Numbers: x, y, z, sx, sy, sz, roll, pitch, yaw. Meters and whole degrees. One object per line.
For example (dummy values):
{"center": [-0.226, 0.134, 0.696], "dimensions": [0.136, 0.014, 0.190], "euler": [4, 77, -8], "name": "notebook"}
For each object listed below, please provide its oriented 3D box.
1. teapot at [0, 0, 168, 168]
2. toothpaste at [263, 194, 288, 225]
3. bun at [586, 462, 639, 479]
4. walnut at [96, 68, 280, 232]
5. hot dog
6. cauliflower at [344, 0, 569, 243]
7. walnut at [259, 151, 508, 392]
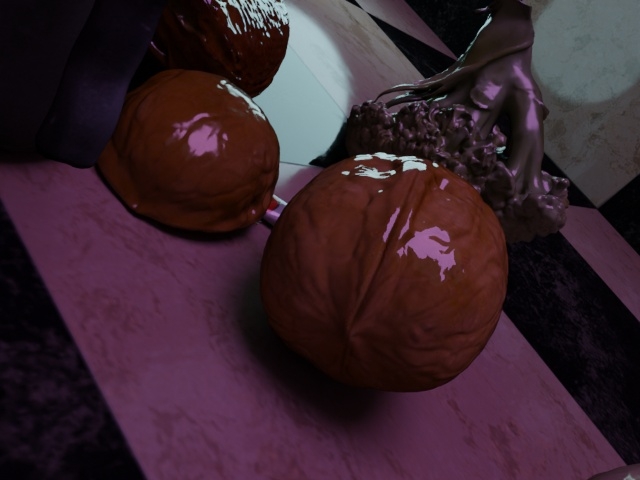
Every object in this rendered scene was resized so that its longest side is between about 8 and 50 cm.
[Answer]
{"center": [-0.183, -0.204, 0.430], "dimensions": [0.223, 0.285, 0.305], "euler": [33, 26, -22], "name": "teapot"}
{"center": [0.000, 0.000, 0.698], "dimensions": [0.190, 0.031, 0.048], "euler": [34, 29, -13], "name": "toothpaste"}
{"center": [0.325, 0.307, 0.492], "dimensions": [0.361, 0.213, 0.361], "euler": [37, 26, -21], "name": "bun"}
{"center": [-0.099, -0.093, 0.616], "dimensions": [0.167, 0.087, 0.211], "euler": [37, 26, -9], "name": "walnut"}
{"center": [-0.128, -0.247, 0.784], "dimensions": [0.196, 0.122, 0.272], "euler": [44, 21, -5], "name": "hot dog"}
{"center": [0.185, -0.116, 0.887], "dimensions": [0.327, 0.281, 0.260], "euler": [41, -13, 32], "name": "cauliflower"}
{"center": [0.052, 0.022, 0.566], "dimensions": [0.193, 0.193, 0.226], "euler": [47, 27, 5], "name": "walnut"}
